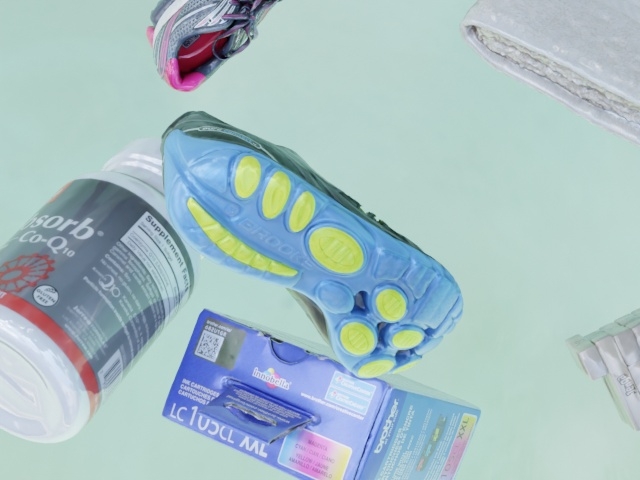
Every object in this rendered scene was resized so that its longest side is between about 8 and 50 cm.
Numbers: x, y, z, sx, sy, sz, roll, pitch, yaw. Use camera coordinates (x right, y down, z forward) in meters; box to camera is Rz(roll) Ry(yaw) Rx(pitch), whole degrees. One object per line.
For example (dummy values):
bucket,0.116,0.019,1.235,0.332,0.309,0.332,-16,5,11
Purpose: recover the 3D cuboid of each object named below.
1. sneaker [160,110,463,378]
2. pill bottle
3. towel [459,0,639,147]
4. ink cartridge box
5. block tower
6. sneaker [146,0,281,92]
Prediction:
sneaker,0.000,0.000,0.595,0.067,0.078,0.188,-42,130,12
pill bottle,-0.272,0.048,1.579,0.210,0.363,0.210,19,136,19
towel,0.259,-0.137,0.903,0.282,0.049,0.187,31,62,15
ink cartridge box,-0.003,0.207,1.621,0.270,0.395,0.151,19,86,27
block tower,0.396,0.062,1.196,0.335,0.091,0.097,-25,90,2
sneaker,-0.090,-0.298,1.599,0.120,0.112,0.299,26,121,-33
